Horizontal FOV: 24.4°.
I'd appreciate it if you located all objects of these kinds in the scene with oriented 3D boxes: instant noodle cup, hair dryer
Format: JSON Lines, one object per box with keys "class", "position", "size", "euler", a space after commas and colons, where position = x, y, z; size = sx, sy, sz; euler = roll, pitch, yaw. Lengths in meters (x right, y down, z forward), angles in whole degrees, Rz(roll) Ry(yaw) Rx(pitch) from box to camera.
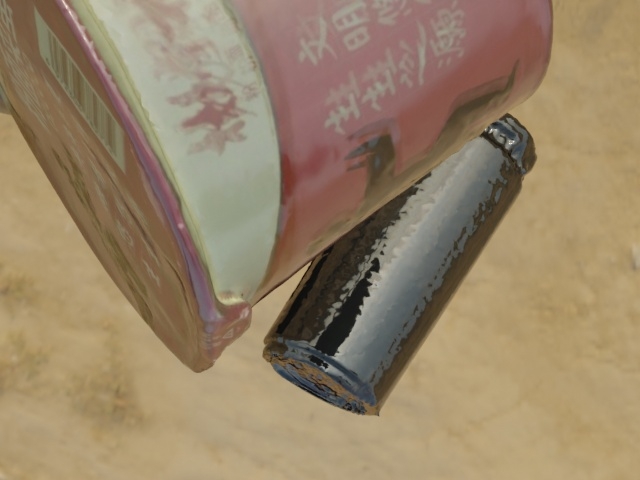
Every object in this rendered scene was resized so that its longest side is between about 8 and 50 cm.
{"class": "instant noodle cup", "position": [-0.033, -0.092, 0.586], "size": [0.178, 0.235, 0.234], "euler": [-30, 128, -16]}
{"class": "hair dryer", "position": [0.000, 0.000, 0.964], "size": [0.089, 0.197, 0.251], "euler": [43, 160, -33]}

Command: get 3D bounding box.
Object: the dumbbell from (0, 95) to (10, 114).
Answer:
{"class": "dumbbell", "position": [-0.202, -0.246, 1.028], "size": [0.144, 0.316, 0.156], "euler": [12, 178, 40]}
